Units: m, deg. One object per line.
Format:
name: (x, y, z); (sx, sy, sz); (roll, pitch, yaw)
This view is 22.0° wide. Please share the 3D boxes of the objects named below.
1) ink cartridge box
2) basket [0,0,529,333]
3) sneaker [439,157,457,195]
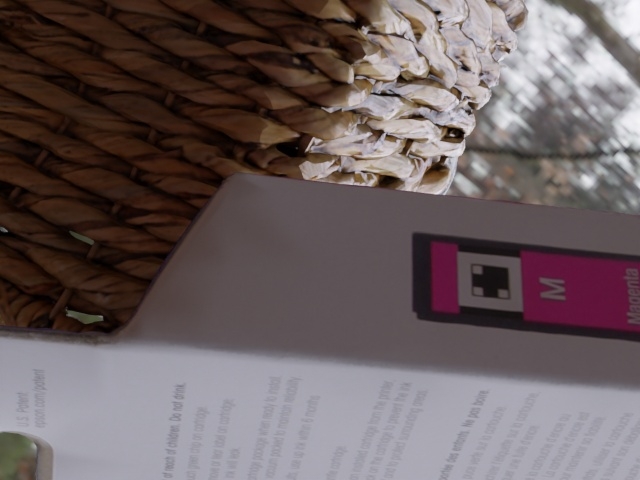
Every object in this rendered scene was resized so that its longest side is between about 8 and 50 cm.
ink cartridge box: (0.064, 0.064, 0.488); (0.175, 0.371, 0.069); (104, -12, -55)
basket: (-0.093, -0.071, 0.705); (0.299, 0.213, 0.223); (24, -93, 21)
sneaker: (0.084, -0.131, 1.591); (0.110, 0.283, 0.122); (-7, -140, 1)
